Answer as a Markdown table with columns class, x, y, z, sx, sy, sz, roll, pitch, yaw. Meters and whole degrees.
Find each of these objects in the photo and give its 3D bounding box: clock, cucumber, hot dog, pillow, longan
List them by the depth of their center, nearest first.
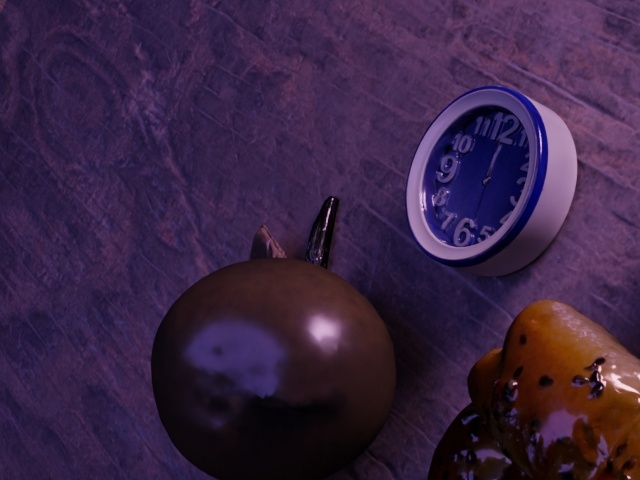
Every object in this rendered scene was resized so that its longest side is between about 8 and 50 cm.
| class | x | y | z | sx | sy | sz | roll | pitch | yaw |
| --- | --- | --- | --- | --- | --- | --- | --- | --- | --- |
| hot dog | 0.248 | 0.261 | 1.409 | 0.367 | 0.196 | 0.365 | -65 | 30 | 26 |
| clock | 0.209 | -0.071 | 1.712 | 0.230 | 0.083 | 0.230 | -28 | 52 | 43 |
| longan | -0.058 | 0.169 | 1.770 | 0.319 | 0.319 | 0.319 | -24 | 57 | 44 |
| cucumber | -0.002 | -0.001 | 1.982 | 0.033 | 0.034 | 0.135 | -14 | 64 | 53 |
| pillow | -0.056 | 0.076 | 1.992 | 0.211 | 0.034 | 0.135 | -127 | 37 | -47 |
